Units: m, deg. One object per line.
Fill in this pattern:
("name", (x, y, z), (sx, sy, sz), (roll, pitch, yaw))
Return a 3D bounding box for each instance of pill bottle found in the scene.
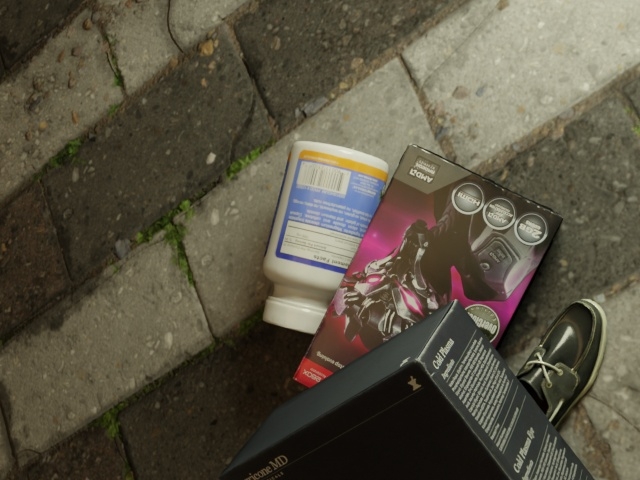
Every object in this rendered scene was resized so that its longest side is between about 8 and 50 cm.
("pill bottle", (0.000, 0.000, 1.569), (0.152, 0.152, 0.271), (13, 89, 34))

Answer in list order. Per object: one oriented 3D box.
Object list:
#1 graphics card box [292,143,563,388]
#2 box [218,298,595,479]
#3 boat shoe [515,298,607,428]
("graphics card box", (0.146, 0.080, 1.448), (0.233, 0.094, 0.370), (28, 95, 10))
("box", (0.113, 0.303, 1.325), (0.343, 0.179, 0.312), (-35, 96, 29))
("boat shoe", (0.299, 0.181, 1.385), (0.084, 0.079, 0.233), (33, 98, 35))
